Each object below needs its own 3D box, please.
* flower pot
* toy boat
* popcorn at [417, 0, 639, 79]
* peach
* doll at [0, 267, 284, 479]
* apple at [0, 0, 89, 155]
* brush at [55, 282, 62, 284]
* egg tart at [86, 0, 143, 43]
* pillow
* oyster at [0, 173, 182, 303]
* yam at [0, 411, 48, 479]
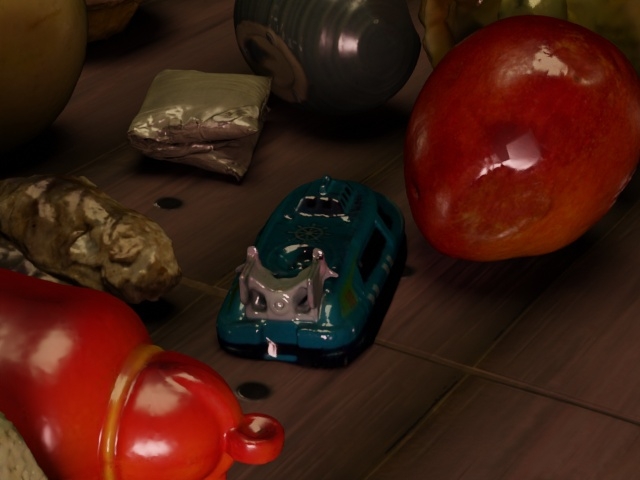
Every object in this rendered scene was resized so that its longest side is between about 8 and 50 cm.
[{"bbox_3d":[0.004,-0.230,1.797,0.157,0.189,0.243,-32,29,-20],"label":"flower pot"},{"bbox_3d":[0.000,0.000,1.447,0.134,0.092,0.299,4,27,10],"label":"toy boat"},{"bbox_3d":[0.251,-0.234,1.725,0.335,0.274,0.279,11,65,50],"label":"popcorn"},{"bbox_3d":[0.176,-0.091,1.483,0.199,0.243,0.243,45,42,17],"label":"peach"},{"bbox_3d":[-0.199,0.106,1.126,0.363,0.160,0.182,9,25,12],"label":"doll"},{"bbox_3d":[-0.383,-0.212,1.655,0.292,0.292,0.254,19,39,30],"label":"apple"},{"bbox_3d":[-0.359,0.038,1.304,0.321,0.060,0.050,9,12,-16],"label":"brush"},{"bbox_3d":[-0.315,-0.309,2.014,0.295,0.116,0.295,3,29,-2],"label":"egg tart"},{"bbox_3d":[-0.119,-0.131,1.711,0.134,0.077,0.181,6,24,4],"label":"pillow"},{"bbox_3d":[-0.273,0.007,1.410,0.294,0.094,0.166,-9,36,-10],"label":"oyster"},{"bbox_3d":[-0.274,0.183,0.922,0.201,0.202,0.271,-11,18,40],"label":"yam"}]
